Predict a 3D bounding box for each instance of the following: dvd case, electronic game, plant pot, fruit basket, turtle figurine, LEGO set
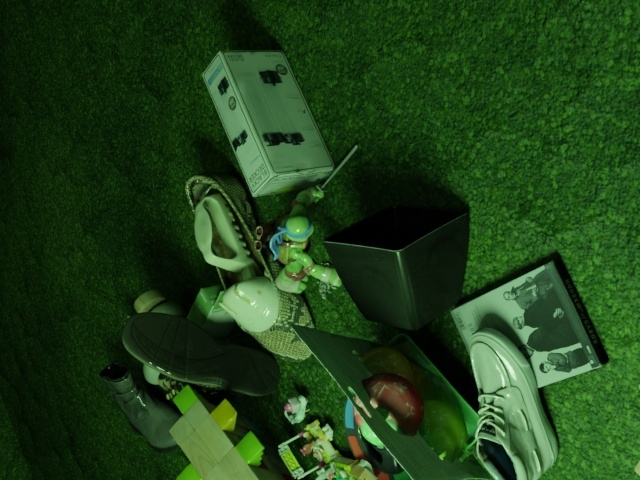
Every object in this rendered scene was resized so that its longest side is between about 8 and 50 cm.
[{"bbox_3d":[0.334,0.154,1.338,0.239,0.030,0.179,-35,73,48],"label":"dvd case"},{"bbox_3d":[0.128,0.384,1.620,0.229,0.048,0.229,15,110,46],"label":"electronic game"},{"bbox_3d":[0.146,0.049,1.428,0.187,0.188,0.167,8,118,48],"label":"plant pot"},{"bbox_3d":[0.121,0.283,1.365,0.165,0.353,0.327,-51,59,16],"label":"fruit basket"},{"bbox_3d":[0.000,0.000,1.624,0.198,0.275,0.266,50,157,4],"label":"turtle figurine"},{"bbox_3d":[-0.001,0.462,1.714,0.287,0.107,0.132,39,144,46],"label":"LEGO set"},{"bbox_3d":[0.007,0.087,1.704,0.054,0.023,0.083,-10,92,50],"label":"LEGO set"}]

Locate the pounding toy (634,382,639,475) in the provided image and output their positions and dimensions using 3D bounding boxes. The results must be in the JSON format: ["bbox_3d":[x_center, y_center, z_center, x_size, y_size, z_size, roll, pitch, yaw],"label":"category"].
[{"bbox_3d":[0.523,0.250,1.101,0.181,0.094,0.206,41,119,42],"label":"pounding toy"}]

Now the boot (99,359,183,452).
[{"bbox_3d":[-0.490,0.450,2.239,0.338,0.118,0.222,0,125,48],"label":"boot"}]

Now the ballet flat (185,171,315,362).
[{"bbox_3d":[-0.180,0.056,1.780,0.164,0.182,0.482,-35,71,24],"label":"ballet flat"}]

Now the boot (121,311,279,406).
[{"bbox_3d":[-0.318,0.298,1.914,0.284,0.377,0.138,-34,42,54],"label":"boot"}]

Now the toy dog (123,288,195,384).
[{"bbox_3d":[-0.393,0.248,2.148,0.220,0.161,0.334,65,153,10],"label":"toy dog"}]

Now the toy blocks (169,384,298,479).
[{"bbox_3d":[-0.156,0.505,1.783,0.191,0.261,0.381,-46,56,2],"label":"toy blocks"}]

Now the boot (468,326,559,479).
[{"bbox_3d":[0.291,0.276,1.304,0.095,0.123,0.258,-25,94,48],"label":"boot"}]

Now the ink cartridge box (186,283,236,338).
[{"bbox_3d":[-0.242,0.155,1.945,0.062,0.109,0.209,54,135,26],"label":"ink cartridge box"}]

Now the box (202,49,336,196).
[{"bbox_3d":[-0.105,-0.240,1.643,0.087,0.169,0.290,-39,70,47],"label":"box"}]
